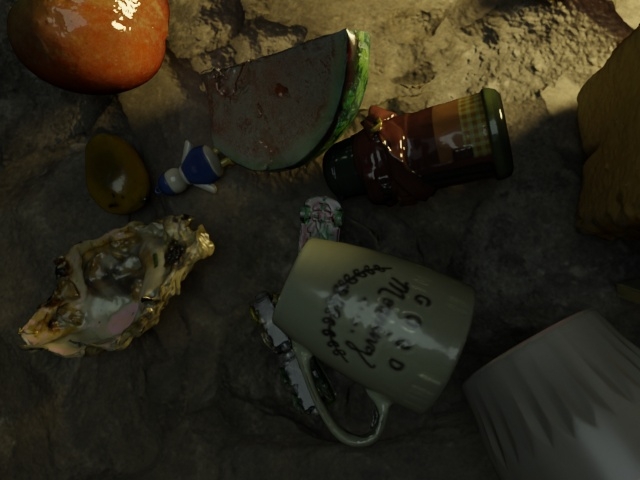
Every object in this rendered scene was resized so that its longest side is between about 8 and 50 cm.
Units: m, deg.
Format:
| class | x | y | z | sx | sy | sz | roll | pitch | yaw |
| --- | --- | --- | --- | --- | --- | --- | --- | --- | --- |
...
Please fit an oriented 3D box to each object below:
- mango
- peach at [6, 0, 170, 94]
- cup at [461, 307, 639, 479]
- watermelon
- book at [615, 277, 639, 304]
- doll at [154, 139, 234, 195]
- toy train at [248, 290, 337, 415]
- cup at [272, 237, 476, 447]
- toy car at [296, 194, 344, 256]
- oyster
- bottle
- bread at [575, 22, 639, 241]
| class | x | y | z | sx | sy | sz | roll | pitch | yaw |
| --- | --- | --- | --- | --- | --- | --- | --- | --- | --- |
| mango | -0.350 | -0.117 | 0.885 | 0.103 | 0.076 | 0.161 | -36 | 69 | 8 |
| peach | -0.366 | -0.360 | 0.849 | 0.252 | 0.252 | 0.253 | -1 | 81 | 8 |
| cup | 0.351 | 0.285 | 0.609 | 0.253 | 0.253 | 0.372 | -30 | 66 | 3 |
| watermelon | -0.033 | -0.217 | 0.767 | 0.305 | 0.180 | 0.224 | -1 | 63 | 43 |
| book | 0.512 | 0.055 | 0.614 | 0.201 | 0.289 | 0.026 | -15 | 91 | 6 |
| doll | -0.214 | -0.114 | 0.872 | 0.143 | 0.057 | 0.099 | -28 | 99 | 5 |
| toy train | -0.043 | 0.168 | 0.792 | 0.060 | 0.081 | 0.202 | -30 | 71 | 2 |
| cup | 0.050 | 0.135 | 0.709 | 0.234 | 0.186 | 0.258 | 22 | 79 | 5 |
| toy car | 0.000 | 0.000 | 0.822 | 0.069 | 0.055 | 0.142 | 8 | 96 | 11 |
| oyster | -0.318 | 0.081 | 0.845 | 0.354 | 0.107 | 0.201 | -20 | 58 | 17 |
| bottle | 0.133 | -0.131 | 0.769 | 0.271 | 0.143 | 0.156 | -11 | 99 | 20 |
| bread | 0.536 | -0.120 | 0.601 | 0.371 | 0.390 | 0.279 | 6 | 90 | 8 |
